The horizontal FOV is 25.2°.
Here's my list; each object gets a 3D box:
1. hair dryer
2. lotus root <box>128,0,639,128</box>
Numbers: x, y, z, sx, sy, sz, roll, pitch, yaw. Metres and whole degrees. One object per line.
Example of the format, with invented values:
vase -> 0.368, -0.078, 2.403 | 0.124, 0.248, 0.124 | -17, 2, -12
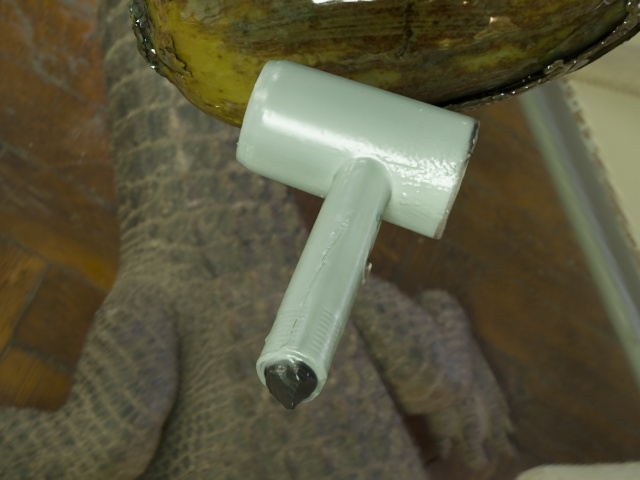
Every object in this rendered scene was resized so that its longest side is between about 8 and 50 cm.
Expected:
hair dryer -> 0.000, 0.000, 0.768 | 0.131, 0.073, 0.236 | 18, 45, 2
lotus root -> 0.070, -0.182, 0.950 | 0.398, 0.195, 0.179 | -13, 33, 7
